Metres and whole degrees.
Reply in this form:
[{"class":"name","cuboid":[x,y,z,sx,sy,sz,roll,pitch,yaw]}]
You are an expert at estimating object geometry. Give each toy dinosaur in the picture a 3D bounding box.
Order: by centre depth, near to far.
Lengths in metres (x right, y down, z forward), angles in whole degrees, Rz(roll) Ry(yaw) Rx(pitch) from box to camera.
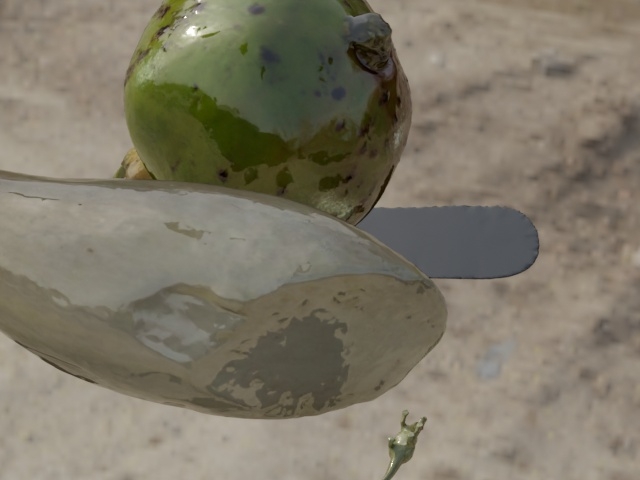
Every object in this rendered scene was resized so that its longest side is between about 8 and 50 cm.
[{"class":"toy dinosaur","cuboid":[0.076,0.200,1.799,0.026,0.041,0.113,21,42,18]}]

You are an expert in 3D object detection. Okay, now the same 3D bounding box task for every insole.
[{"class":"insole","cuboid":[0.000,0.000,1.385,0.322,0.007,0.109,1,43,3]}]

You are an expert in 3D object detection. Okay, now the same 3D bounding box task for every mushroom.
[{"class":"mushroom","cuboid":[-0.105,0.017,1.031,0.350,0.128,0.128,17,33,9]}]

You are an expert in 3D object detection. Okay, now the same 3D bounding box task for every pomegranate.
[{"class":"pomegranate","cuboid":[-0.049,-0.066,1.239,0.198,0.246,0.198,36,7,-5]}]
